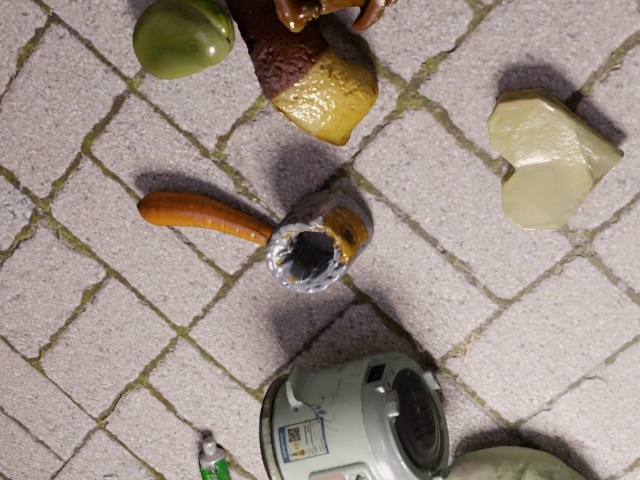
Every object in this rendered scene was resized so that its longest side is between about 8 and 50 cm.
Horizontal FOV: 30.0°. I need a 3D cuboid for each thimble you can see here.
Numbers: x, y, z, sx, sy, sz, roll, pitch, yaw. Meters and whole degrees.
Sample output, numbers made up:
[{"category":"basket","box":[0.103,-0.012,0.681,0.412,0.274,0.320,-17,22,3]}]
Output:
[{"category":"thimble","box":[-0.003,0.000,1.849,0.151,0.118,0.127,-30,103,35]}]

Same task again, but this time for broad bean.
[{"category":"broad bean","box":[-0.206,-0.304,1.780,0.174,0.082,0.124,-9,116,27]}]

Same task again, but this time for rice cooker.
[{"category":"rice cooker","box":[0.044,0.320,1.930,0.317,0.264,0.316,8,130,9]}]

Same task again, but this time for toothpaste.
[{"category":"toothpaste","box":[-0.188,0.475,2.259,0.078,0.047,0.248,4,122,24]}]

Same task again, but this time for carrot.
[{"category":"carrot","box":[-0.178,-0.038,1.944,0.271,0.062,0.066,10,89,14]}]

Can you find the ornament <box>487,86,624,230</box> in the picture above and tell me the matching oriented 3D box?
[{"category":"ornament","box":[0.333,-0.116,1.671,0.180,0.059,0.201,-4,115,22]}]

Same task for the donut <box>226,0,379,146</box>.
[{"category":"donut","box":[-0.029,-0.263,1.692,0.112,0.151,0.295,-35,100,25]}]

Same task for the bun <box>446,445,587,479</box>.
[{"category":"bun","box":[0.322,0.480,1.952,0.283,0.179,0.283,11,125,16]}]

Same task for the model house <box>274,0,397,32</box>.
[{"category":"model house","box":[0.051,-0.408,1.544,0.229,0.199,0.219,-7,128,32]}]
